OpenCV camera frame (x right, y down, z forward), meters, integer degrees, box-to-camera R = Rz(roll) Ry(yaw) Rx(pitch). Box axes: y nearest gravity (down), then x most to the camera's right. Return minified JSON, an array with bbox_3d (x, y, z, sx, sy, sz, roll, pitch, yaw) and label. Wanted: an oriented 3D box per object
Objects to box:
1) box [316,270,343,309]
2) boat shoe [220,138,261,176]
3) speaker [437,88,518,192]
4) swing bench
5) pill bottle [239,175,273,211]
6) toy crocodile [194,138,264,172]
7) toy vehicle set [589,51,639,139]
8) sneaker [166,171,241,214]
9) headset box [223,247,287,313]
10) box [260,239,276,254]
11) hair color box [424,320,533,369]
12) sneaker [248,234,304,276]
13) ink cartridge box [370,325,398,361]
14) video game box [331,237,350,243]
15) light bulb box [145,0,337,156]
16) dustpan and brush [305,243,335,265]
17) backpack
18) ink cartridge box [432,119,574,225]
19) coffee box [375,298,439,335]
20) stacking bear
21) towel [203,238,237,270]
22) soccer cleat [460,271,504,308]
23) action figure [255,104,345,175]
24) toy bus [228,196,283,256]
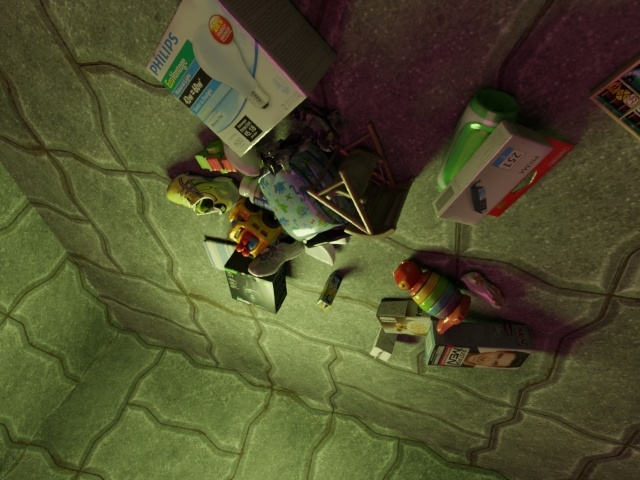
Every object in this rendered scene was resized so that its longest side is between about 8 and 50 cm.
[{"bbox_3d":[0.043,0.220,1.847,0.054,0.169,0.059,32,143,-7],"label":"box"},{"bbox_3d":[-0.267,-0.332,1.379,0.277,0.098,0.096,58,132,24],"label":"boat shoe"},{"bbox_3d":[0.415,-0.248,1.132,0.131,0.131,0.297,21,142,9],"label":"speaker"},{"bbox_3d":[0.135,-0.168,1.286,0.165,0.253,0.255,-22,120,45],"label":"swing bench"},{"bbox_3d":[-0.207,-0.180,1.590,0.186,0.112,0.112,21,142,8],"label":"pill bottle"},{"bbox_3d":[-0.327,-0.297,1.535,0.340,0.105,0.115,5,137,27],"label":"toy crocodile"},{"bbox_3d":[0.769,-0.303,0.929,0.266,0.035,0.166,34,142,-7],"label":"toy vehicle set"},{"bbox_3d":[-0.514,-0.187,1.739,0.384,0.147,0.145,2,137,31],"label":"sneaker"},{"bbox_3d":[-0.294,0.181,1.937,0.246,0.131,0.283,18,141,12],"label":"headset box"},{"bbox_3d":[-0.246,0.068,1.937,0.100,0.060,0.244,15,140,17],"label":"box"},{"bbox_3d":[0.628,0.426,1.694,0.374,0.114,0.185,2,139,3],"label":"hair color box"},{"bbox_3d":[-0.189,0.045,1.727,0.105,0.281,0.115,27,136,34],"label":"sneaker"},{"bbox_3d":[0.308,0.512,2.040,0.089,0.143,0.092,22,142,7],"label":"ink cartridge box"},{"bbox_3d":[0.001,-0.080,1.606,0.205,0.048,0.187,4,125,27],"label":"video game box"},{"bbox_3d":[-0.220,-0.493,1.153,0.361,0.225,0.358,42,140,-19],"label":"light bulb box"},{"bbox_3d":[0.000,0.000,1.727,0.147,0.060,0.211,24,150,21],"label":"dustpan and brush"},{"bbox_3d":[-0.041,-0.154,1.414,0.290,0.273,0.356,-16,95,51],"label":"backpack"},{"bbox_3d":[0.491,-0.155,1.114,0.261,0.066,0.296,9,138,-23],"label":"ink cartridge box"},{"bbox_3d":[0.387,0.335,1.828,0.246,0.098,0.141,-2,133,32],"label":"coffee box"},{"bbox_3d":[0.412,0.191,1.608,0.289,0.164,0.175,37,143,5],"label":"stacking bear"},{"bbox_3d":[-0.443,0.087,2.099,0.284,0.034,0.209,9,136,20],"label":"towel"},{"bbox_3d":[0.609,0.184,1.561,0.196,0.068,0.076,41,155,-15],"label":"soccer cleat"},{"bbox_3d":[-0.050,-0.306,1.249,0.185,0.285,0.099,47,169,28],"label":"action figure"},{"bbox_3d":[-0.297,-0.038,1.703,0.220,0.211,0.149,39,128,-6],"label":"toy bus"}]
